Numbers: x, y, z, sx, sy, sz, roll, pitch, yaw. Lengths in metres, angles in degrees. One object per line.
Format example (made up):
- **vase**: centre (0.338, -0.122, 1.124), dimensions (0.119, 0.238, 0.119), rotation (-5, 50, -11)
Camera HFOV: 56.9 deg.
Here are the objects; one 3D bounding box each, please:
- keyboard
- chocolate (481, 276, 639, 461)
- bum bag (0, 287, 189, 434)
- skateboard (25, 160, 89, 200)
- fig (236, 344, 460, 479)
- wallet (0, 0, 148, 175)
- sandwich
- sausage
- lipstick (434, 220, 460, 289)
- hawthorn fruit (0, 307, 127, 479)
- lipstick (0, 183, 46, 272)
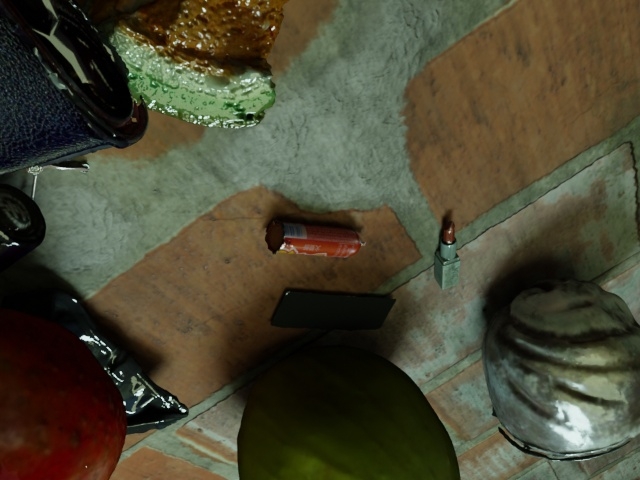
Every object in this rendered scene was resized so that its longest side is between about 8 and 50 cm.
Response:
- **keyboard**: centre (0.022, 0.109, 0.915), dimensions (0.196, 0.015, 0.074), rotation (6, 122, -28)
- **chocolate**: centre (0.388, 0.178, 0.981), dimensions (0.303, 0.303, 0.213), rotation (-29, 112, 2)
- **bum bag**: centre (-0.309, 0.177, 0.784), dimensions (0.137, 0.074, 0.310), rotation (-28, 122, 7)
- **skateboard**: centre (-0.287, -0.051, 0.629), dimensions (0.063, 0.032, 0.083), rotation (2, 126, -38)
- **fig**: centre (0.046, 0.333, 0.888), dimensions (0.343, 0.343, 0.343), rotation (-12, 133, -14)
- **wallet**: centre (-0.286, -0.159, 0.444), dimensions (0.220, 0.071, 0.262), rotation (-5, 137, 30)
- **sandwich**: centre (-0.115, -0.195, 0.521), dimensions (0.184, 0.109, 0.160), rotation (4, 129, -26)
- **sausage**: centre (0.000, 0.000, 0.789), dimensions (0.145, 0.048, 0.050), rotation (4, 164, -32)
- **lipstick**: centre (0.194, 0.019, 0.898), dimensions (0.030, 0.030, 0.129), rotation (-17, 134, -9)
- **hawthorn fruit**: centre (-0.344, 0.181, 0.569), dimensions (0.265, 0.265, 0.307), rotation (-24, 146, -2)
- **lipstick**: centre (-0.413, 0.043, 0.607), dimensions (0.299, 0.081, 0.081), rotation (-30, 135, 14)
